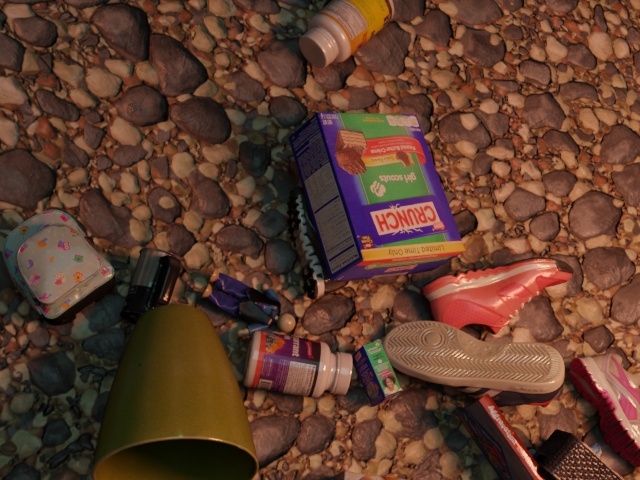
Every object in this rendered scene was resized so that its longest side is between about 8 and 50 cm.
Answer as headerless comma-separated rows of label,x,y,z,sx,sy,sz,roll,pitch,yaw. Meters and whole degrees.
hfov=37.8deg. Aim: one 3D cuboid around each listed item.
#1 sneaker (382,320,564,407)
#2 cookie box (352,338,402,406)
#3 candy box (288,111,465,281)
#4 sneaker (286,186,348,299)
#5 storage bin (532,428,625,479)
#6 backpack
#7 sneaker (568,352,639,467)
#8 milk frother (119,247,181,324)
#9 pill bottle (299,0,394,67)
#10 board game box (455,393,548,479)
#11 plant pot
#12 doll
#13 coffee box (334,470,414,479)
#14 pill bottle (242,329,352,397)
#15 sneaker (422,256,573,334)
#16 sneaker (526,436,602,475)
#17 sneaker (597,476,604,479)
sneaker,0.291,0.258,1.813,0.350,0.148,0.131,11,55,18
cookie box,0.106,0.254,1.785,0.040,0.092,0.107,-19,74,-20
candy box,0.111,-0.091,1.862,0.268,0.122,0.317,-5,71,-37
sneaker,0.000,0.000,1.874,0.106,0.078,0.234,-8,72,-21
storage bin,0.486,0.440,1.713,0.180,0.122,0.084,43,83,2
backpack,-0.491,0.040,1.721,0.166,0.144,0.188,-38,78,-16
sneaker,0.606,0.327,1.852,0.111,0.103,0.252,-22,76,-17
milk frother,-0.286,0.102,1.773,0.143,0.129,0.135,37,58,-44
pill bottle,0.054,-0.471,2.040,0.117,0.117,0.215,44,68,7
board game box,0.363,0.423,1.743,0.027,0.145,0.281,-30,78,-20
plant pot,-0.257,0.271,1.636,0.275,0.275,0.293,0,53,-11
doll,-0.137,0.130,1.808,0.189,0.046,0.129,26,57,-8
coffee box,0.148,0.506,1.692,0.246,0.098,0.141,9,68,-8
pill bottle,-0.042,0.236,1.753,0.193,0.108,0.108,11,68,-8
sneaker,0.366,0.119,1.896,0.314,0.116,0.136,-10,82,-8
sneaker,0.471,0.412,1.815,0.162,0.063,0.073,-9,68,-15
sneaker,0.572,0.530,1.786,0.192,0.064,0.086,42,62,3
